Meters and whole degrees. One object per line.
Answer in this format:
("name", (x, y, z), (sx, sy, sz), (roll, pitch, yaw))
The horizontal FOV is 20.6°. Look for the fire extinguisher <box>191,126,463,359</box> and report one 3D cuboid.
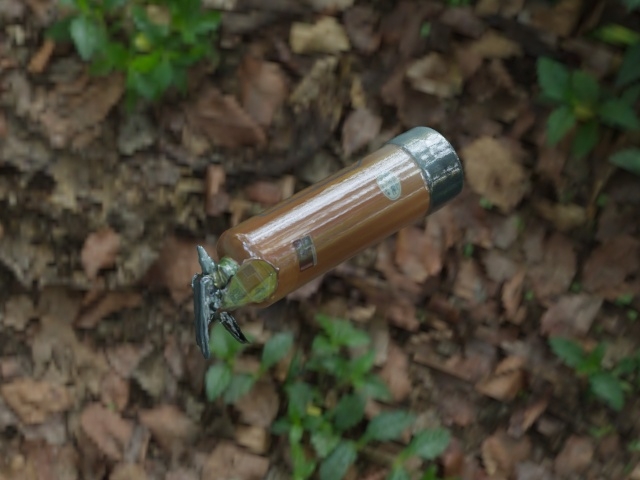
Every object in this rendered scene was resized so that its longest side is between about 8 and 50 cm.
("fire extinguisher", (0.000, 0.000, 0.432), (0.083, 0.022, 0.028), (-30, 105, -32))
